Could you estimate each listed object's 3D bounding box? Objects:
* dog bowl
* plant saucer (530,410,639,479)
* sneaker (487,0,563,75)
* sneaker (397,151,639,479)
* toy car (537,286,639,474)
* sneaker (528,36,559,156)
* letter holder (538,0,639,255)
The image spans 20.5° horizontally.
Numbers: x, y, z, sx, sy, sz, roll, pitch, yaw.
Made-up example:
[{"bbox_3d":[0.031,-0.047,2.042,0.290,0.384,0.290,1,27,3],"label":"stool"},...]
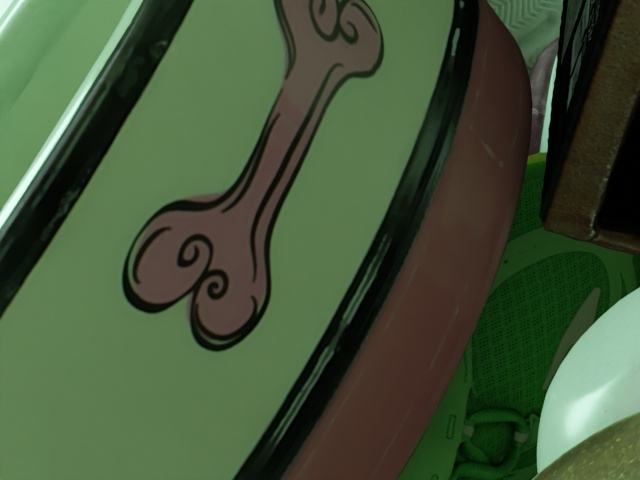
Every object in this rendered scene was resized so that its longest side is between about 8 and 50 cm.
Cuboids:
[{"bbox_3d":[-0.085,0.020,0.649,0.408,0.150,0.408,-47,20,23],"label":"dog bowl"},{"bbox_3d":[0.083,0.123,0.286,0.036,0.199,0.198,-11,-17,-48],"label":"plant saucer"},{"bbox_3d":[0.000,0.000,0.877,0.321,0.124,0.180,-55,19,-23],"label":"sneaker"},{"bbox_3d":[0.029,0.105,0.634,0.295,0.109,0.123,-54,24,4],"label":"sneaker"},{"bbox_3d":[0.144,0.039,0.366,0.182,0.159,0.136,-40,12,27],"label":"toy car"},{"bbox_3d":[0.094,-0.025,0.792,0.084,0.069,0.185,-30,23,34],"label":"sneaker"},{"bbox_3d":[0.207,-0.116,0.622,0.302,0.214,0.152,-74,-2,-56],"label":"letter holder"}]
